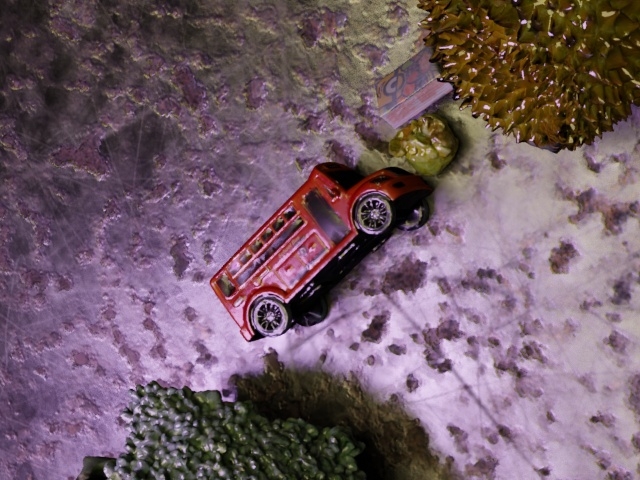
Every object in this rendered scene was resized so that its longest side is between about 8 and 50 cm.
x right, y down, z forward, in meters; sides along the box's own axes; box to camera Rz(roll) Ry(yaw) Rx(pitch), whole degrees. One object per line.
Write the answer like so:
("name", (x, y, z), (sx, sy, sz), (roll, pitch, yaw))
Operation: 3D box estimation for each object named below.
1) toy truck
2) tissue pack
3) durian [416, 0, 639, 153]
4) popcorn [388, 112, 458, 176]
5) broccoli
("toy truck", (0.000, 0.000, 1.565), (0.252, 0.107, 0.114), (-45, 74, 21))
("tissue pack", (0.100, -0.166, 1.533), (0.083, 0.035, 0.063), (-36, 35, 22))
("durian", (0.210, -0.228, 1.381), (0.293, 0.258, 0.258), (41, 110, 32))
("popcorn", (0.108, -0.103, 1.534), (0.083, 0.059, 0.068), (5, 95, 34))
("broccoli", (-0.093, 0.304, 1.541), (0.317, 0.338, 0.277), (-8, 59, 47))
